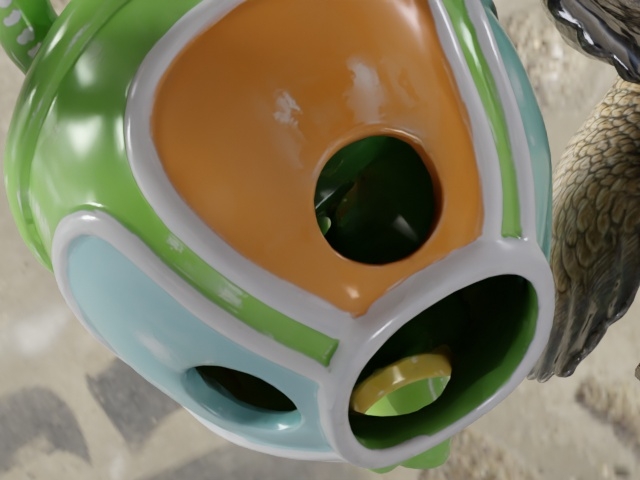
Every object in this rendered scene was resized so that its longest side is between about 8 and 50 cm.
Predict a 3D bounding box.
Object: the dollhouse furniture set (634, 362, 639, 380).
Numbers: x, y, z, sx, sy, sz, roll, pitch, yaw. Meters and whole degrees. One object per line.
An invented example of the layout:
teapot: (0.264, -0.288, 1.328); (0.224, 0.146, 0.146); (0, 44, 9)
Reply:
dollhouse furniture set: (0.321, -0.061, 0.604); (0.394, 0.256, 0.362); (-43, 75, -14)

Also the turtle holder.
turtle holder: (-0.014, 0.000, 0.830); (0.243, 0.320, 0.227); (-16, 53, -34)

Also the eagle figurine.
eagle figurine: (0.182, -0.091, 0.947); (0.298, 0.225, 0.226); (-27, 82, -31)
